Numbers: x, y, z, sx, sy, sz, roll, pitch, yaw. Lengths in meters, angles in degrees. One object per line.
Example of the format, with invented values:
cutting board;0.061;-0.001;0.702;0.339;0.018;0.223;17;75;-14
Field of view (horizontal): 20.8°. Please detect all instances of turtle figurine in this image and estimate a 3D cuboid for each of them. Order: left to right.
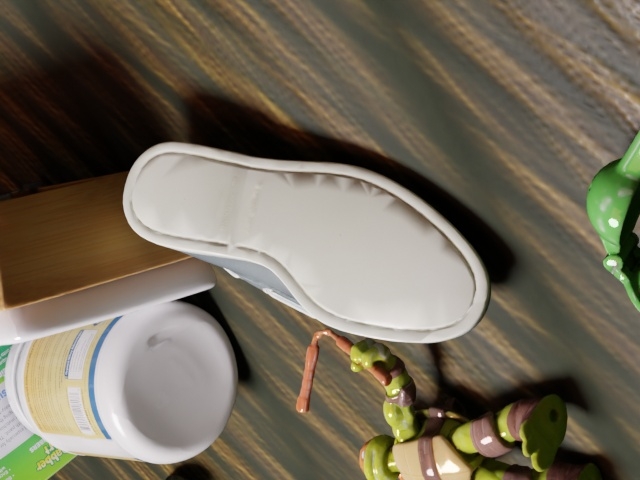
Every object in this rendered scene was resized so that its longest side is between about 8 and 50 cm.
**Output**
turtle figurine;0.108;0.180;1.345;0.217;0.087;0.269;-4;110;43

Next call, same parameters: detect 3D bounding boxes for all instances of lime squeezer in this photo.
lime squeezer;0.229;0.003;1.080;0.110;0.059;0.310;-13;114;21

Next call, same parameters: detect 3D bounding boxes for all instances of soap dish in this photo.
soap dish;-0.247;0.012;1.491;0.291;0.229;0.118;-7;97;52

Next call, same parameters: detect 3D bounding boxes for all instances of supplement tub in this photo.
supplement tub;-0.185;0.125;1.584;0.200;0.144;0.144;-3;120;51

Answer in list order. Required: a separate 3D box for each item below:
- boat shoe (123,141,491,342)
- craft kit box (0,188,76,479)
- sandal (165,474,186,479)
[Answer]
boat shoe;0.000;0.000;1.322;0.319;0.116;0.099;18;178;30
craft kit box;-0.319;0.119;1.644;0.061;0.250;0.246;-10;113;53
sandal;-0.145;0.346;1.806;0.086;0.120;0.303;13;140;5
